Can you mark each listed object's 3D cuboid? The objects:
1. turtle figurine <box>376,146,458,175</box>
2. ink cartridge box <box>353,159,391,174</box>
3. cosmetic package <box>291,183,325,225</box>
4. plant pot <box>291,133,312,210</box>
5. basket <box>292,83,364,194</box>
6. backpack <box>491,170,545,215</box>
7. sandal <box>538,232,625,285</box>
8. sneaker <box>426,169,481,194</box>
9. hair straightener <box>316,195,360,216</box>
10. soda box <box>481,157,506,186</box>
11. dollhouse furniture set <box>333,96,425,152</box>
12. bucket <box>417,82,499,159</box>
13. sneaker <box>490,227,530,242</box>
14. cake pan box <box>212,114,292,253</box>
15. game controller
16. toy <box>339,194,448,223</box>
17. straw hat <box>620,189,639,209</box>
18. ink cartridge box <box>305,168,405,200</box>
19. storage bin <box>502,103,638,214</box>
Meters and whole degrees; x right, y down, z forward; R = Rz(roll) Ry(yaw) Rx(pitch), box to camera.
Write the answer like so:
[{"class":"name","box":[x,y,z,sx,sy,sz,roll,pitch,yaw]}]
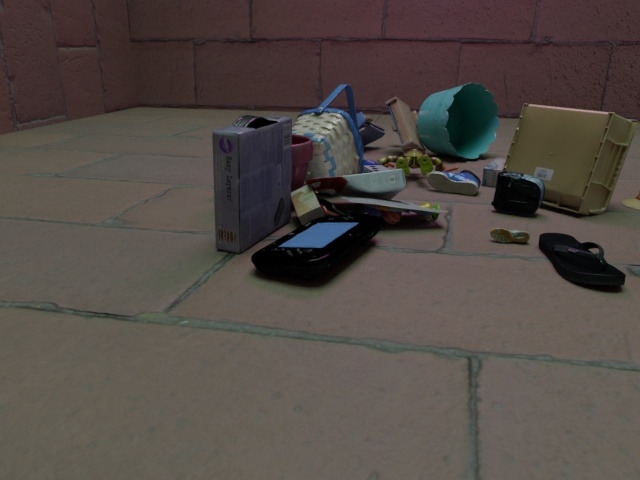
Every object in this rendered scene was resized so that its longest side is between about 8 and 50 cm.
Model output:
[{"class":"turtle figurine","box":[0.311,-0.251,1.751,0.270,0.087,0.217,9,15,6]},{"class":"ink cartridge box","box":[0.154,-0.214,1.751,0.097,0.046,0.207,-5,20,-17]},{"class":"cosmetic package","box":[-0.032,-0.083,1.319,0.060,0.041,0.115,-26,36,1]},{"class":"plant pot","box":[-0.120,-0.175,1.437,0.202,0.180,0.201,1,20,0]},{"class":"basket","box":[0.033,-0.289,1.615,0.201,0.254,0.289,13,42,36]},{"class":"backpack","box":[0.511,-0.122,1.412,0.114,0.104,0.084,18,27,29]},{"class":"sandal","box":[0.495,0.024,1.075,0.097,0.054,0.254,-1,20,-4]},{"class":"sneaker","box":[0.396,-0.178,1.628,0.152,0.058,0.084,14,29,23]},{"class":"hair straightener","box":[0.050,-0.072,1.341,0.089,0.047,0.230,-13,19,-33]},{"class":"soda box","box":[0.564,-0.216,1.744,0.063,0.058,0.183,11,22,27]},{"class":"dollhouse furniture set","box":[0.250,-0.390,2.221,0.304,0.198,0.286,-24,-17,29]},{"class":"bucket","box":[0.516,-0.447,2.087,0.281,0.280,0.183,-11,14,-29]},{"class":"sneaker","box":[0.415,-0.010,1.216,0.083,0.031,0.037,9,7,9]},{"class":"cake pan box","box":[-0.140,-0.134,1.198,0.070,0.266,0.246,10,24,19]},{"class":"game controller","box":[0.000,0.000,1.118,0.167,0.067,0.319,10,21,25]},{"class":"toy","box":[0.170,-0.070,1.328,0.238,0.056,0.137,2,10,-11]},{"class":"straw hat","box":[0.890,-0.125,1.488,0.145,0.061,0.144,1,20,0]},{"class":"ink cartridge box","box":[0.083,-0.129,1.409,0.233,0.066,0.189,-10,-4,-5]},{"class":"storage bin","box":[0.648,-0.219,1.474,0.123,0.260,0.262,7,12,-38]}]
